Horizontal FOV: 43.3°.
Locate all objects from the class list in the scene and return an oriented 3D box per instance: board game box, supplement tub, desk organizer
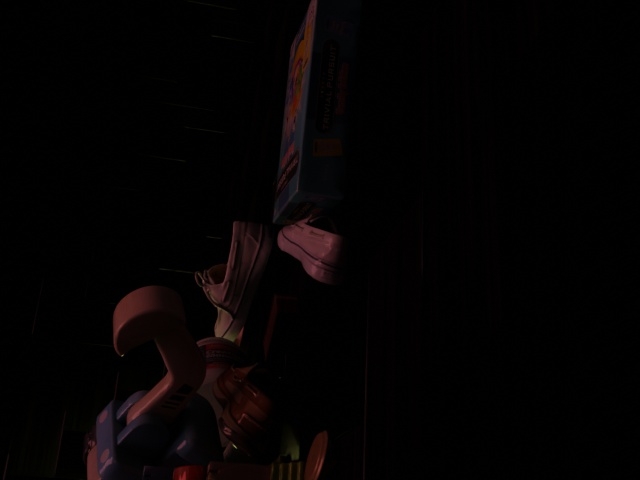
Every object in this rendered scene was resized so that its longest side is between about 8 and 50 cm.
[{"bbox_3d":[-0.009,-0.209,1.339,0.254,0.079,0.336,139,137,-75],"label":"board game box"},{"bbox_3d":[-0.250,0.353,1.924,0.272,0.191,0.191,-125,43,-74],"label":"supplement tub"},{"bbox_3d":[-0.074,0.166,1.510,0.050,0.047,0.130,-101,21,-53],"label":"desk organizer"}]

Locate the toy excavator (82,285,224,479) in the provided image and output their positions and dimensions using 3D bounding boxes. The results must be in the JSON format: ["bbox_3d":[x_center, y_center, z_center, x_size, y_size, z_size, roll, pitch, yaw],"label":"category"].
[{"bbox_3d":[-0.292,0.334,1.516,0.445,0.433,0.222,-47,31,12],"label":"toy excavator"}]

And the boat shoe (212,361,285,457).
[{"bbox_3d":[-0.123,0.300,1.551,0.120,0.123,0.324,-51,16,1],"label":"boat shoe"}]

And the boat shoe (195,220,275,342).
[{"bbox_3d":[-0.242,0.104,2.036,0.135,0.157,0.367,-93,23,-55],"label":"boat shoe"}]

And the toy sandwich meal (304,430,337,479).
[{"bbox_3d":[0.002,0.293,1.064,0.085,0.029,0.085,-161,90,-82],"label":"toy sandwich meal"}]

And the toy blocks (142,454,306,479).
[{"bbox_3d":[-0.190,0.444,1.344,0.381,0.261,0.190,118,157,-61],"label":"toy blocks"}]

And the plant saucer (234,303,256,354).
[{"bbox_3d":[-0.209,0.249,2.160,0.198,0.036,0.198,-165,90,-76],"label":"plant saucer"}]

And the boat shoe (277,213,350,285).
[{"bbox_3d":[0.000,0.000,1.188,0.075,0.083,0.226,-69,24,8],"label":"boat shoe"}]

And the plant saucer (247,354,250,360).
[{"bbox_3d":[-0.202,0.346,2.158,0.083,0.015,0.083,-173,90,-80],"label":"plant saucer"}]

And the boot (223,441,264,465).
[{"bbox_3d":[-0.169,0.466,1.736,0.258,0.095,0.123,-178,101,-71],"label":"boot"}]
